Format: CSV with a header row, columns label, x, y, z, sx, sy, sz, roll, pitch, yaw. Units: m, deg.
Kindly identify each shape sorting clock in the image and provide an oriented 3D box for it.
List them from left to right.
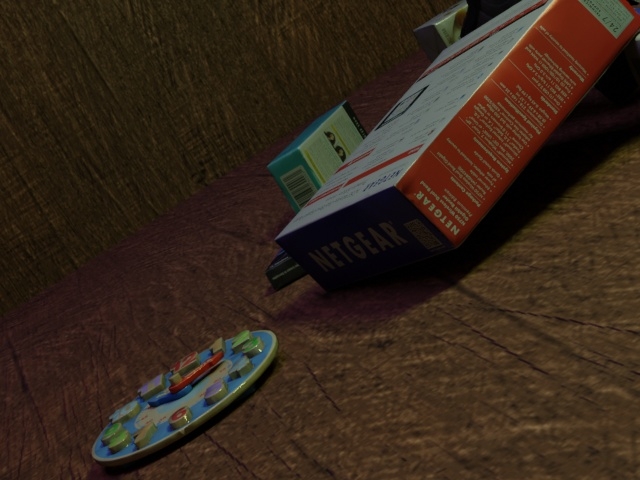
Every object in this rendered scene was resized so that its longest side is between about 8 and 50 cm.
label,x,y,z,sx,sy,sz,roll,pitch,yaw
shape sorting clock,-0.130,0.145,1.497,0.206,0.040,0.206,-31,9,5

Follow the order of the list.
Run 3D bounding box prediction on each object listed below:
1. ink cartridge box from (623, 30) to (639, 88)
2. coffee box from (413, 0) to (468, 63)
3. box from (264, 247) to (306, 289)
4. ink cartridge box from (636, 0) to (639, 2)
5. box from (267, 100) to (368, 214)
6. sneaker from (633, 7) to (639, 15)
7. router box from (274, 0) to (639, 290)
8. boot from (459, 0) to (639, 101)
label,x,y,z,sx,sy,sz,roll,pitch,yaw
ink cartridge box,0.482,-0.233,1.367,0.385,0.091,0.308,-29,8,-3
coffee box,0.279,-0.311,2.281,0.246,0.141,0.098,-35,9,-13
box,0.000,0.000,1.891,0.116,0.029,0.162,-30,10,15
ink cartridge box,0.336,-0.349,1.624,0.307,0.072,0.303,-18,38,-30
box,0.008,-0.114,2.259,0.060,0.100,0.244,-29,9,25
sneaker,0.366,-0.244,1.867,0.073,0.063,0.162,-18,17,47
router box,0.125,-0.101,1.557,0.301,0.082,0.335,-49,9,-19
boot,0.261,-0.208,1.745,0.118,0.338,0.222,-43,55,-11
